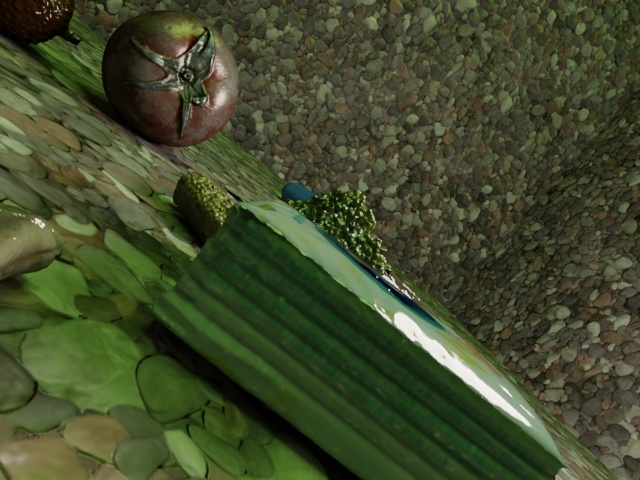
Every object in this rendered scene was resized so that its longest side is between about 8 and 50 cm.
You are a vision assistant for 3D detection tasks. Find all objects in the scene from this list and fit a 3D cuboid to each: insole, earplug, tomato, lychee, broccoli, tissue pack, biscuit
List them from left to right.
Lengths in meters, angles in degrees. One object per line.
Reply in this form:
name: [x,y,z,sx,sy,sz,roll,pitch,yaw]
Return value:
lychee: [-0.644,-0.527,0.984,0.238,0.200,0.200,46,2,-36]
tomato: [-0.356,-0.388,1.090,0.317,0.316,0.283,34,-6,-36]
biscuit: [-0.185,-0.045,0.744,0.071,0.082,0.168,-7,41,-45]
insole: [-0.191,-0.104,1.250,0.197,0.004,0.065,31,6,19]
earplug: [-0.067,-0.160,1.922,0.273,0.132,0.132,40,6,35]
broccoli: [0.003,-0.011,0.840,0.243,0.180,0.273,0,12,-12]
tissue pack: [0.041,0.118,0.526,0.388,0.162,0.287,38,6,-1]

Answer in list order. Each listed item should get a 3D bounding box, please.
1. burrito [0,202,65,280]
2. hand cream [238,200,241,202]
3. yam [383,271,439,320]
burrito: [-0.223,0.010,0.242,0.087,0.060,0.226,33,9,-6]
hand cream: [-0.102,-0.025,1.218,0.275,0.050,0.079,30,-15,-27]
yam: [0.143,0.149,0.962,0.254,0.154,0.154,41,6,-20]
